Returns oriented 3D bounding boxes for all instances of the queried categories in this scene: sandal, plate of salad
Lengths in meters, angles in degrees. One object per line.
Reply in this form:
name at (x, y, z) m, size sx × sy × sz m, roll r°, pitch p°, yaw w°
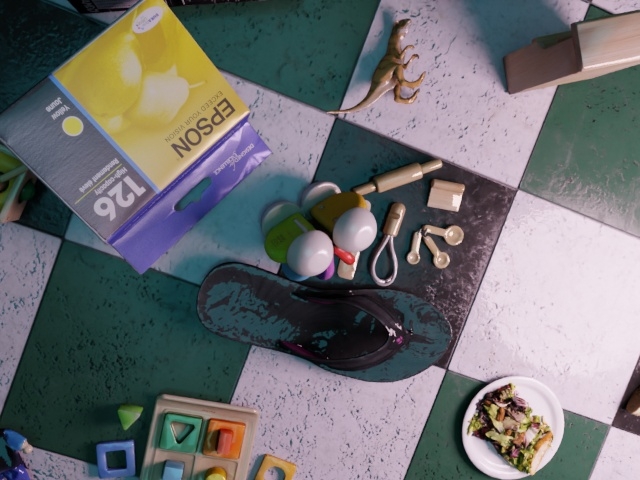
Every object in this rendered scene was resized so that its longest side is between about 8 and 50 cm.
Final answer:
sandal at (0.012, 0.150, 1.021) m, size 0.446 × 0.107 × 0.167 m, roll 11°, pitch 94°, yaw -8°
plate of salad at (0.359, 0.349, 1.118) m, size 0.200 × 0.048 × 0.199 m, roll -1°, pitch 96°, yaw -7°

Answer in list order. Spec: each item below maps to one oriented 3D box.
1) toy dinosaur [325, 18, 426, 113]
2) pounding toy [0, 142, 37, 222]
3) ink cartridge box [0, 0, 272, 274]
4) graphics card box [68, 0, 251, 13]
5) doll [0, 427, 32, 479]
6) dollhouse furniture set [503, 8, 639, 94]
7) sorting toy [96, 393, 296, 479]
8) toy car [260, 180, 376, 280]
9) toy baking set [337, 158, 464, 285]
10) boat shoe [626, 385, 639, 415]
toy dinosaur at (0.110, -0.268, 1.024) m, size 0.112 × 0.064 × 0.211 m, roll 28°, pitch 82°, yaw 9°
pounding toy at (-0.493, -0.102, 0.932) m, size 0.141 × 0.100 × 0.130 m, roll 25°, pitch 92°, yaw -10°
ink cartridge box at (-0.262, -0.151, 0.914) m, size 0.303 × 0.072 × 0.307 m, roll -45°, pitch 112°, yaw -12°
graphics card box at (-0.212, -0.488, 0.934) m, size 0.371 × 0.094 × 0.232 m, roll -6°, pitch 97°, yaw -6°
doll at (-0.536, 0.371, 1.002) m, size 0.129 × 0.046 × 0.188 m, roll -16°, pitch 98°, yaw -7°
dollhouse furniture set at (0.380, -0.450, 0.933) m, size 0.362 × 0.256 × 0.393 m, roll -13°, pitch 97°, yaw -6°
sorting toy at (-0.209, 0.373, 1.045) m, size 0.348 × 0.047 × 0.195 m, roll 11°, pitch 94°, yaw -9°
toy car at (0.000, 0.000, 0.990) m, size 0.182 × 0.159 × 0.136 m, roll -28°, pitch 131°, yaw -15°
toy baking set at (0.140, -0.028, 1.058) m, size 0.256 × 0.030 × 0.196 m, roll -15°, pitch 98°, yaw -6°
boat shoe at (0.639, 0.286, 1.147) m, size 0.135 × 0.050 × 0.045 m, roll -45°, pitch 94°, yaw -1°
